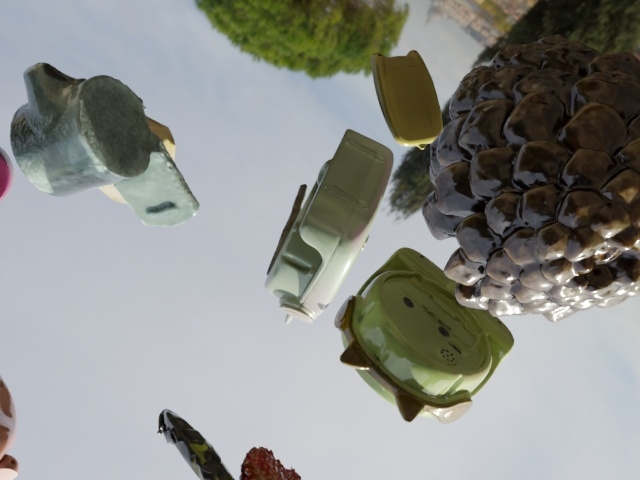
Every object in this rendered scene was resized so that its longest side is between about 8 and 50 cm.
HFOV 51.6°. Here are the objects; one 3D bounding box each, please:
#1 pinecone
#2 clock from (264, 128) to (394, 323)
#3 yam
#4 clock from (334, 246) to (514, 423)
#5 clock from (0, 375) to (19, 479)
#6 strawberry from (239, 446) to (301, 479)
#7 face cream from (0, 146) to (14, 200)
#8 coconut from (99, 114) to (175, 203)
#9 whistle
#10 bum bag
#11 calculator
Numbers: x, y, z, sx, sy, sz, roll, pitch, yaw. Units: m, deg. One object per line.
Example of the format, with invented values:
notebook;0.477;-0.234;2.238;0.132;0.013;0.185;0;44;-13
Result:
pinecone;0.161;-0.047;0.469;0.184;0.179;0.204;-8;-135;-16
clock;0.000;0.000;1.094;0.109;0.324;0.265;26;-137;-4
yam;-0.063;-0.025;1.311;0.029;0.027;0.234;37;-128;-26
clock;0.172;0.170;1.149;0.286;0.117;0.348;41;-149;11
clock;-0.605;0.277;1.096;0.227;0.142;0.241;43;-166;-40
strawberry;-0.078;0.525;1.271;0.107;0.175;0.236;11;148;47
face cream;-0.831;-0.161;1.589;0.175;0.175;0.195;35;176;-21
coconut;-0.488;-0.219;1.718;0.259;0.259;0.259;36;-158;-17
whistle;-0.393;-0.166;1.252;0.405;0.168;0.188;31;-128;-58
bum bag;-0.223;0.401;1.226;0.232;0.060;0.106;41;161;19
calculator;0.201;-0.319;1.493;0.157;0.033;0.236;-14;-94;-29
